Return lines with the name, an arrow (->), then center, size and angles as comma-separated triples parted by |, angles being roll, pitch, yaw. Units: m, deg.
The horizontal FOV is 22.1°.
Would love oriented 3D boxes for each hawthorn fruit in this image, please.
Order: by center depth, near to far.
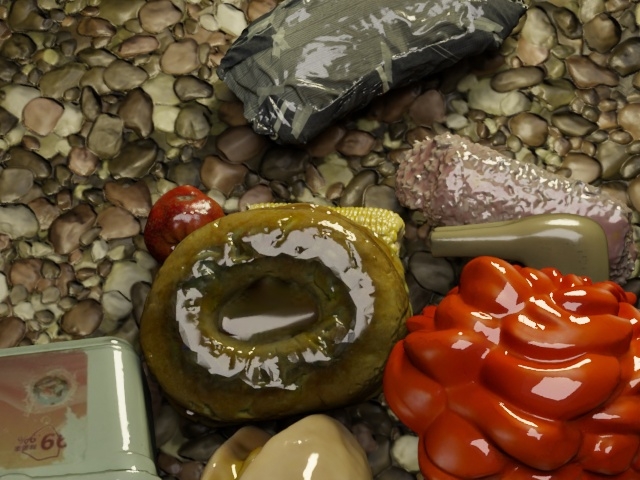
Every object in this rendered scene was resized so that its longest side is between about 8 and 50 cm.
hawthorn fruit -> -0.137, -0.013, 1.667 | 0.093, 0.093, 0.093 | -1, 63, 2

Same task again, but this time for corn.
corn -> 0.000, 0.000, 1.656 | 0.165, 0.063, 0.085 | 7, 75, 8

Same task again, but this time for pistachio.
pistachio -> -0.039, 0.299, 1.451 | 0.187, 0.187, 0.299 | 11, 55, 8

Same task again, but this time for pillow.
pillow -> 0.057, -0.218, 1.749 | 0.335, 0.092, 0.161 | -27, 70, -11

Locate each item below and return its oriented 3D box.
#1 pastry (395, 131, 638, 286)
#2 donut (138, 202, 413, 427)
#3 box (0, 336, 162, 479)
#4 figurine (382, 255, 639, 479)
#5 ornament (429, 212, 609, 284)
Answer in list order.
pastry -> 0.192, -0.034, 1.639 | 0.265, 0.112, 0.103 | 21, 85, 16
donut -> -0.045, 0.068, 1.557 | 0.261, 0.128, 0.209 | -15, 83, 4
box -> -0.293, 0.204, 1.518 | 0.311, 0.175, 0.182 | -7, 53, -1
figurine -> 0.156, 0.185, 1.373 | 0.306, 0.412, 0.241 | -19, 54, -40
ornament -> 0.237, 0.088, 1.565 | 0.244, 0.061, 0.230 | -5, 97, 11
